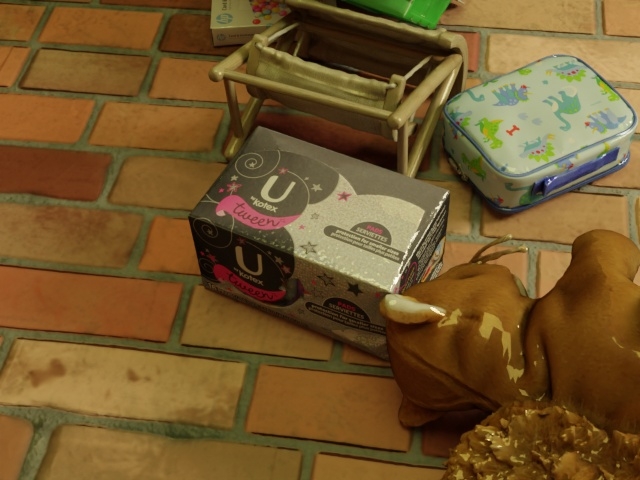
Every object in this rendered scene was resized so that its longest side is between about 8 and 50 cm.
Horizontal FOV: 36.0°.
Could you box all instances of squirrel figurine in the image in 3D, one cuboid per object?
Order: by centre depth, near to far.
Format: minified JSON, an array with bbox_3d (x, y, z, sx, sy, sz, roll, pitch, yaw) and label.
[{"bbox_3d":[0.222,0.153,0.908,0.371,0.281,0.397,9,49,19],"label":"squirrel figurine"}]

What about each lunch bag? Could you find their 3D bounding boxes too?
[{"bbox_3d":[0.275,-0.134,1.245,0.219,0.090,0.176,-24,53,-16],"label":"lunch bag"}]

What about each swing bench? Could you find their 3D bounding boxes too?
[{"bbox_3d":[0.033,-0.205,1.270,0.253,0.165,0.254,18,54,17],"label":"swing bench"}]

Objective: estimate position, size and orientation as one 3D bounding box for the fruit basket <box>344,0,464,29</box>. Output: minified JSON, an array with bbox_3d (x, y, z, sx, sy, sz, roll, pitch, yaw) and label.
[{"bbox_3d":[0.032,-0.441,1.365,0.353,0.327,0.165,41,107,11],"label":"fruit basket"}]

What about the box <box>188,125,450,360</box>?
[{"bbox_3d":[0.000,0.000,1.118,0.247,0.142,0.163,20,54,19],"label":"box"}]

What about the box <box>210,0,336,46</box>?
[{"bbox_3d":[-0.069,-0.355,1.479,0.186,0.038,0.145,-4,50,2],"label":"box"}]
